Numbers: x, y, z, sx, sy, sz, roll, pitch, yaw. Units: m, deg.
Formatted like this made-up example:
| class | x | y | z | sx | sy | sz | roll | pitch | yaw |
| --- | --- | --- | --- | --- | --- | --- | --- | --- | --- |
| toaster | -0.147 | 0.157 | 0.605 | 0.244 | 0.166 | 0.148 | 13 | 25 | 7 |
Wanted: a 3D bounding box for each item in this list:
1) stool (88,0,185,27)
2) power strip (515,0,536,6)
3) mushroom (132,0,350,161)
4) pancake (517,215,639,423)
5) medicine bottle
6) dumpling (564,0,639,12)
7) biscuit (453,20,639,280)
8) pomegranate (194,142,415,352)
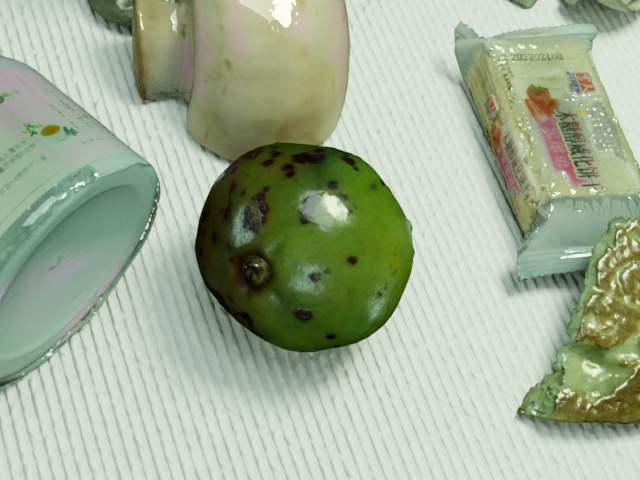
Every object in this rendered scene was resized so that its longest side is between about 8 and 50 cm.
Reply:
| class | x | y | z | sx | sy | sz | roll | pitch | yaw |
| --- | --- | --- | --- | --- | --- | --- | --- | --- | --- |
| stool | -0.115 | -0.411 | 1.479 | 0.310 | 0.226 | 0.310 | -9 | 61 | -18 |
| power strip | 0.153 | -0.384 | 1.629 | 0.288 | 0.053 | 0.093 | 33 | 56 | 7 |
| mushroom | -0.067 | -0.190 | 1.381 | 0.236 | 0.162 | 0.173 | -2 | 56 | -13 |
| pancake | 0.337 | 0.062 | 1.352 | 0.376 | 0.054 | 0.197 | -30 | 91 | -21 |
| medicine bottle | -0.322 | -0.052 | 1.184 | 0.290 | 0.245 | 0.245 | 37 | 57 | 14 |
| dumpling | 0.353 | -0.331 | 1.629 | 0.134 | 0.100 | 0.169 | 18 | 72 | 42 |
| biscuit | 0.257 | -0.101 | 1.452 | 0.186 | 0.079 | 0.309 | -4 | 57 | -16 |
| pomegranate | 0.000 | 0.000 | 1.275 | 0.202 | 0.202 | 0.248 | 43 | 28 | 15 |
